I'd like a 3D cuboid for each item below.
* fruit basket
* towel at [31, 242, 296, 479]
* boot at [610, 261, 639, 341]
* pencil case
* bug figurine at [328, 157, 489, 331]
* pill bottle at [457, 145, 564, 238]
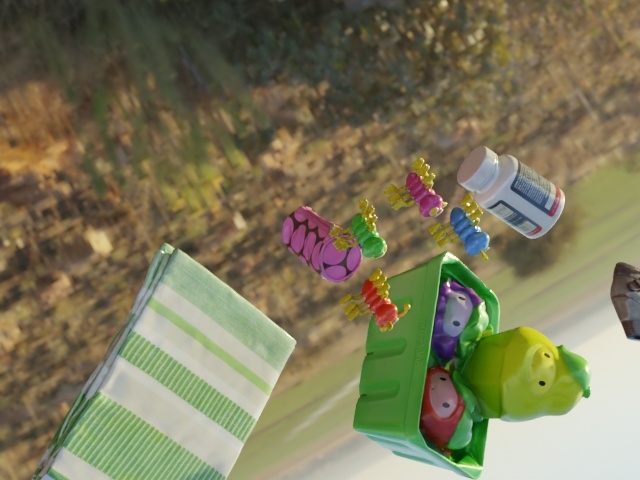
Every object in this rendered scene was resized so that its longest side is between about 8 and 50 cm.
[{"bbox_3d":[0.279,0.229,2.238,0.392,0.392,0.283,-33,139,17],"label":"fruit basket"},{"bbox_3d":[-0.183,0.200,1.529,0.038,0.248,0.325,2,-122,49],"label":"towel"},{"bbox_3d":[0.359,0.070,1.347,0.118,0.087,0.042,17,152,-35],"label":"boot"},{"bbox_3d":[0.000,0.000,2.219,0.095,0.098,0.209,-27,-157,-16],"label":"pencil case"},{"bbox_3d":[0.140,0.004,1.978,0.279,0.216,0.072,-39,147,22],"label":"bug figurine"},{"bbox_3d":[0.341,-0.092,2.264,0.108,0.180,0.108,-48,-158,26],"label":"pill bottle"}]
